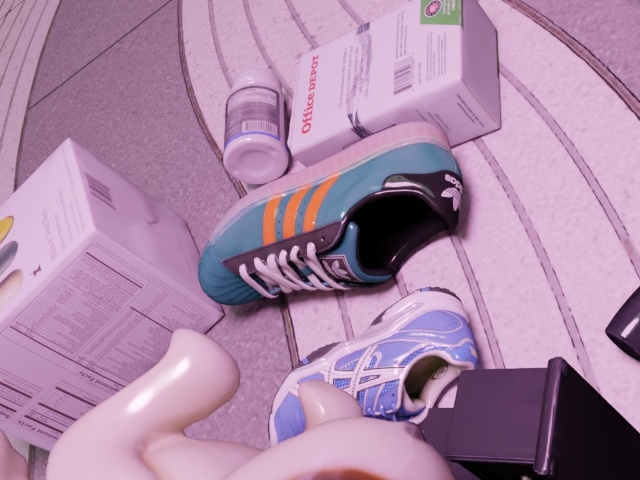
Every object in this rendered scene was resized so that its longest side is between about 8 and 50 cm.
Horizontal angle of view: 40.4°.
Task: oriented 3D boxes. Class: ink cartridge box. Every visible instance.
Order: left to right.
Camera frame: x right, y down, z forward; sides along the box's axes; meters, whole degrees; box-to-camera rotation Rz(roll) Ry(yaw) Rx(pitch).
[{"bbox_3d":[0.077,-0.161,0.923,0.208,0.087,0.153,-19,49,32],"label":"ink cartridge box"}]

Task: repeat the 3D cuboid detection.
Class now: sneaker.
[{"bbox_3d":[0.000,0.000,0.853,0.302,0.108,0.121,-30,39,21],"label":"sneaker"},{"bbox_3d":[0.040,0.126,0.737,0.211,0.080,0.081,-41,37,14],"label":"sneaker"}]

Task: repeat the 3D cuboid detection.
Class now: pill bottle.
[{"bbox_3d":[-0.078,-0.142,1.063,0.078,0.078,0.137,-27,44,26],"label":"pill bottle"}]

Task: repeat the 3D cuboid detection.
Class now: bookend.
[{"bbox_3d":[0.120,0.145,0.586,0.156,0.157,0.072,-8,54,39],"label":"bookend"}]

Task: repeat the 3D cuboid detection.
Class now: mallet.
[{"bbox_3d":[0.286,0.079,0.583,0.190,0.039,0.062,26,77,45],"label":"mallet"}]

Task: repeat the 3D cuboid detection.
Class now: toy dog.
[{"bbox_3d":[-0.074,0.242,0.540,0.408,0.284,0.395,-26,36,34],"label":"toy dog"}]

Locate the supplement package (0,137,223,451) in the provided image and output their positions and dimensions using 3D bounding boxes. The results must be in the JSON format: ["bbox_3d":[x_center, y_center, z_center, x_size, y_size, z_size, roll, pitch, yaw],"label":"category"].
[{"bbox_3d":[-0.291,0.068,1.002,0.263,0.198,0.199,-43,40,9],"label":"supplement package"}]
